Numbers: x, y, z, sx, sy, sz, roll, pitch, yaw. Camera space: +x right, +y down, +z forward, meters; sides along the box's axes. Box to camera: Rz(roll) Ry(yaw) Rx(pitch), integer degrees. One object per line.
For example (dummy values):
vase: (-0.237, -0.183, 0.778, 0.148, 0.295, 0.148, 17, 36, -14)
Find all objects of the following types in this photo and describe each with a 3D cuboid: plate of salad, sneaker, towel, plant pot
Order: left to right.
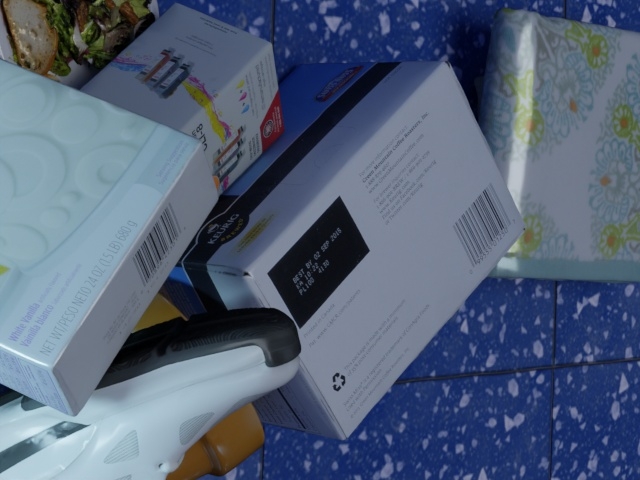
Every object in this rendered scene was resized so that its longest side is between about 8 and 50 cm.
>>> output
plate of salad: (-0.231, -0.215, 1.748, 0.200, 0.048, 0.200, -3, 94, -43)
sneaker: (-0.190, 0.237, 1.578, 0.169, 0.447, 0.257, -55, 122, -79)
plant pot: (-0.190, 0.176, 1.729, 0.188, 0.205, 0.205, -38, 119, -17)
towel: (0.323, -0.106, 2.207, 0.374, 0.090, 0.320, 3, 92, -44)

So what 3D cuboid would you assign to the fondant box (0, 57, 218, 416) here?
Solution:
fondant box: (-0.289, -0.027, 1.516, 0.238, 0.330, 0.096, -59, 158, -24)

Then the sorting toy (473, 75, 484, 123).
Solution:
sorting toy: (0.268, -0.109, 2.231, 0.193, 0.038, 0.208, -11, 100, -42)

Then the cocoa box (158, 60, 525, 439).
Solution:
cocoa box: (0.000, 0.000, 1.856, 0.347, 0.228, 0.231, -47, 123, -30)

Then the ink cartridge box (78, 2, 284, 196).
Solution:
ink cartridge box: (-0.141, -0.120, 1.759, 0.176, 0.127, 0.128, -47, 149, -30)
